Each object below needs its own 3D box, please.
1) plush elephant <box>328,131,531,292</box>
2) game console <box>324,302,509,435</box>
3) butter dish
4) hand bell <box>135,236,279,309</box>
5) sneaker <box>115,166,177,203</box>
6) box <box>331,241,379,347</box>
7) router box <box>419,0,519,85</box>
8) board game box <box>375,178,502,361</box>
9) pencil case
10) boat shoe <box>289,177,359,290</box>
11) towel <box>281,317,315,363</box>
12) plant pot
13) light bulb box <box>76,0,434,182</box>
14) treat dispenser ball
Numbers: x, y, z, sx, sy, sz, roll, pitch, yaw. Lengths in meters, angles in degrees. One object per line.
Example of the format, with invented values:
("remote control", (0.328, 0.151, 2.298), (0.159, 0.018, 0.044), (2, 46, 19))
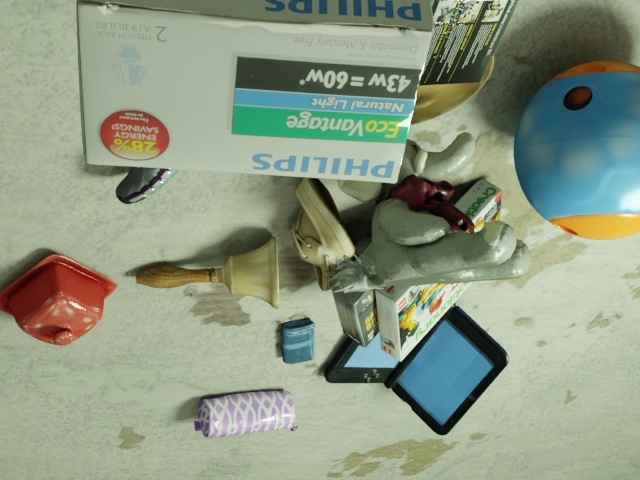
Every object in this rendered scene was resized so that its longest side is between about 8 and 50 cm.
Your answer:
("plush elephant", (0.161, -0.061, 1.773), (0.330, 0.256, 0.272), (-9, 169, 23))
("game console", (0.188, 0.255, 2.262), (0.250, 0.173, 0.293), (4, 136, -30))
("butter dish", (-0.430, 0.120, 1.842), (0.160, 0.118, 0.160), (-36, 140, 17))
("hand bell", (-0.194, 0.062, 1.918), (0.242, 0.126, 0.126), (-3, 141, -5))
("sneaker", (-0.238, -0.149, 1.657), (0.223, 0.083, 0.098), (-37, 117, 16))
("box", (0.121, 0.057, 1.977), (0.231, 0.056, 0.183), (-48, 155, -18))
("router box", (0.185, -0.290, 1.546), (0.133, 0.046, 0.179), (-6, 146, -21))
("board game box", (0.215, 0.053, 2.001), (0.305, 0.053, 0.193), (-45, 150, -24))
("pencil case", (-0.151, 0.357, 2.305), (0.206, 0.086, 0.088), (0, 162, -23))
("boat shoe", (0.000, 0.000, 1.914), (0.098, 0.109, 0.302), (-24, 148, 2))
("towel", (-0.044, 0.201, 2.201), (0.067, 0.029, 0.119), (-12, 142, -11))
("plant pot", (0.146, -0.253, 1.700), (0.236, 0.032, 0.236), (-12, 153, -6))
("light bulb box", (-0.075, -0.276, 1.258), (0.357, 0.361, 0.225), (3, 139, -6))
("treat dispenser ball", (0.456, -0.144, 1.801), (0.288, 0.288, 0.288), (-13, 142, -10))
